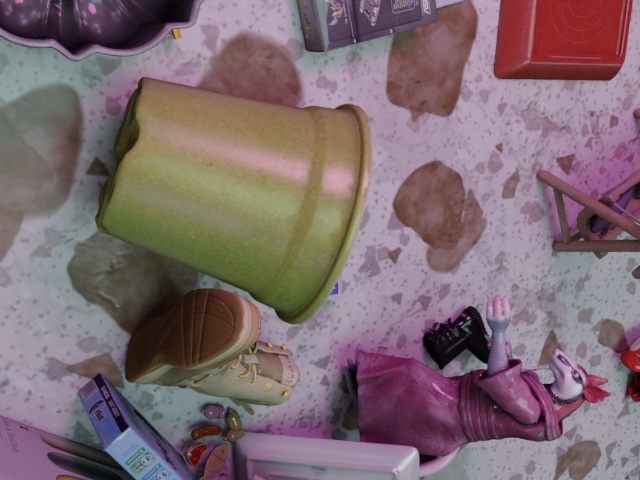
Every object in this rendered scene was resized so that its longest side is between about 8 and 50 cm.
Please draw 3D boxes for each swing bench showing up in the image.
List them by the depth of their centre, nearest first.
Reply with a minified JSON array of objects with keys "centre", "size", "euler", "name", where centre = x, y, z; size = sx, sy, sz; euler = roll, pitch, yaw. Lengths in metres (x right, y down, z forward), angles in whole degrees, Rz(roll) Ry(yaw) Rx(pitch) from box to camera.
[{"centre":[0.536,-0.074,1.252],"size":[0.253,0.255,0.165],"euler":[-30,117,-18],"name":"swing bench"}]

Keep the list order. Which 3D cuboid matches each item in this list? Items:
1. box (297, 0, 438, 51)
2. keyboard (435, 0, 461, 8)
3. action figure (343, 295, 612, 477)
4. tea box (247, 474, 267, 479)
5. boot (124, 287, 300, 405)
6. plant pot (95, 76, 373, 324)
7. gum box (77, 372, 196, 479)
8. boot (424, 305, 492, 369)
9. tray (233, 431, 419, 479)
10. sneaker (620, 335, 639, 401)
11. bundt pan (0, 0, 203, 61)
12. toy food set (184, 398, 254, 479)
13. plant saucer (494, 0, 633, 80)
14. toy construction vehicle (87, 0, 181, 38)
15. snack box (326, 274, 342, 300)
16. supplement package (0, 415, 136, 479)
[{"centre":[0.051,-0.376,1.015],"size":[0.183,0.056,0.231],"euler":[-21,113,-22],"name":"box"},{"centre":[0.151,-0.450,1.076],"size":[0.072,0.014,0.256],"euler":[-24,115,-26],"name":"keyboard"},{"centre":[0.217,0.239,1.105],"size":[0.248,0.370,0.275],"euler":[32,56,-55],"name":"action figure"},{"centre":[-0.073,0.529,1.044],"size":[0.323,0.220,0.329],"euler":[35,116,-30],"name":"tea box"},{"centre":[-0.100,0.143,0.984],"size":[0.203,0.262,0.095],"euler":[20,57,-33],"name":"boot"},{"centre":[-0.114,-0.064,0.918],"size":[0.254,0.276,0.276],"euler":[16,97,-19],"name":"plant pot"},{"centre":[-0.220,0.269,0.995],"size":[0.041,0.157,0.184],"euler":[-42,120,-12],"name":"gum box"},{"centre":[0.228,0.175,1.279],"size":[0.099,0.045,0.121],"euler":[-33,114,-17],"name":"boot"},{"centre":[0.004,0.351,1.119],"size":[0.270,0.030,0.145],"euler":[1,107,13],"name":"tray"},{"centre":[0.663,0.283,1.536],"size":[0.118,0.107,0.279],"euler":[-37,117,6],"name":"sneaker"},{"centre":[-0.254,-0.345,0.802],"size":[0.331,0.124,0.331],"euler":[-3,98,-24],"name":"bundt pan"},{"centre":[-0.149,0.271,1.104],"size":[0.078,0.019,0.122],"euler":[51,61,-24],"name":"toy food set"},{"centre":[0.393,-0.376,1.209],"size":[0.258,0.048,0.259],"euler":[-5,108,-27],"name":"plant saucer"},{"centre":[-0.219,-0.262,0.918],"size":[0.098,0.035,0.086],"euler":[-23,105,-22],"name":"toy construction vehicle"},{"centre":[0.000,0.000,1.116],"size":[0.064,0.022,0.178],"euler":[-8,108,-28],"name":"snack box"},{"centre":[-0.341,0.356,0.928],"size":[0.263,0.199,0.198],"euler":[32,87,-32],"name":"supplement package"}]
